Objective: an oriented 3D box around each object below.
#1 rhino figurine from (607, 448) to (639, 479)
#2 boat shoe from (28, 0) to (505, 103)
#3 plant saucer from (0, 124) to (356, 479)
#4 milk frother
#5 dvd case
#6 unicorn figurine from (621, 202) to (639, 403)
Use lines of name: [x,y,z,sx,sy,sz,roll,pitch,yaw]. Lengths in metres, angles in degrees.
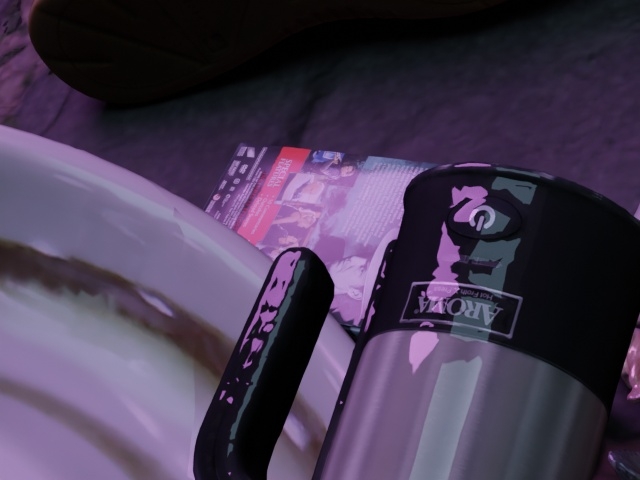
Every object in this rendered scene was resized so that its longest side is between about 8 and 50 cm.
rhino figurine: [0.113,0.142,0.493,0.106,0.073,0.243,-2,79,22]
boat shoe: [0.009,-0.153,0.830,0.302,0.109,0.098,-18,40,23]
plant saucer: [-0.159,0.110,0.616,0.400,0.100,0.400,10,39,-8]
milk frother: [0.048,0.068,0.596,0.129,0.143,0.134,-1,60,42]
dvd case: [0.000,0.000,0.766,0.119,0.013,0.087,7,55,32]
unicorn figurine: [0.143,-0.021,0.665,0.162,0.060,0.111,-45,5,1]
